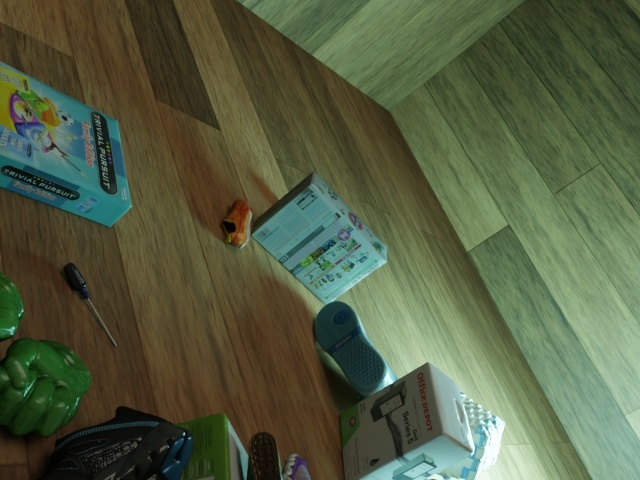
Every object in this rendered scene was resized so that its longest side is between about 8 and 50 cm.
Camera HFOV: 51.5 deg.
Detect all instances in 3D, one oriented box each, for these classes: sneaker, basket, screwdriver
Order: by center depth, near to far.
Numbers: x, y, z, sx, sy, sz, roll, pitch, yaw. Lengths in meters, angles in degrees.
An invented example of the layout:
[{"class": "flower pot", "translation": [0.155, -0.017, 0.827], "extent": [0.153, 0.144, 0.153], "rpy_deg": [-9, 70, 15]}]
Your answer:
[{"class": "sneaker", "translation": [-0.331, 0.342, 0.893], "extent": [0.139, 0.125, 0.340], "rpy_deg": [21, 24, 26]}, {"class": "sneaker", "translation": [-0.085, 0.411, 1.054], "extent": [0.086, 0.064, 0.192], "rpy_deg": [94, -7, -58]}, {"class": "screwdriver", "translation": [-0.402, 0.113, 1.162], "extent": [0.170, 0.024, 0.025], "rpy_deg": [58, -5, 7]}, {"class": "sneaker", "translation": [-0.032, 0.464, 1.177], "extent": [0.104, 0.095, 0.236], "rpy_deg": [19, 5, -1]}, {"class": "sneaker", "translation": [-0.214, -0.053, 1.686], "extent": [0.067, 0.064, 0.175], "rpy_deg": [28, 30, -26]}, {"class": "basket", "translation": [0.302, 0.486, 1.702], "extent": [0.288, 0.201, 0.254], "rpy_deg": [23, 10, 31]}, {"class": "sneaker", "translation": [0.100, 0.312, 1.710], "extent": [0.208, 0.127, 0.319], "rpy_deg": [58, 1, -41]}]

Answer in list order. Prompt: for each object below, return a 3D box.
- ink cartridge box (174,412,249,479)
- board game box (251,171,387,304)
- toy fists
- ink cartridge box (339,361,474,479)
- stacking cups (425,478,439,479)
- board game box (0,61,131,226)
[{"class": "ink cartridge box", "translation": [-0.162, 0.435, 1.085], "extent": [0.189, 0.096, 0.255], "rpy_deg": [-101, 178, -45]}, {"class": "board game box", "translation": [0.000, 0.000, 1.802], "extent": [0.303, 0.224, 0.098], "rpy_deg": [45, 22, -18]}, {"class": "toy fists", "translation": [-0.448, 0.154, 0.932], "extent": [0.279, 0.096, 0.142], "rpy_deg": [51, 25, -7]}, {"class": "ink cartridge box", "translation": [0.183, 0.428, 1.479], "extent": [0.114, 0.272, 0.198], "rpy_deg": [39, 27, -29]}, {"class": "stacking cups", "translation": [0.297, 0.641, 1.634], "extent": [0.316, 0.096, 0.096], "rpy_deg": [26, 35, -40]}, {"class": "board game box", "translation": [-0.536, -0.194, 1.270], "extent": [0.336, 0.079, 0.254], "rpy_deg": [25, 36, -47]}]
